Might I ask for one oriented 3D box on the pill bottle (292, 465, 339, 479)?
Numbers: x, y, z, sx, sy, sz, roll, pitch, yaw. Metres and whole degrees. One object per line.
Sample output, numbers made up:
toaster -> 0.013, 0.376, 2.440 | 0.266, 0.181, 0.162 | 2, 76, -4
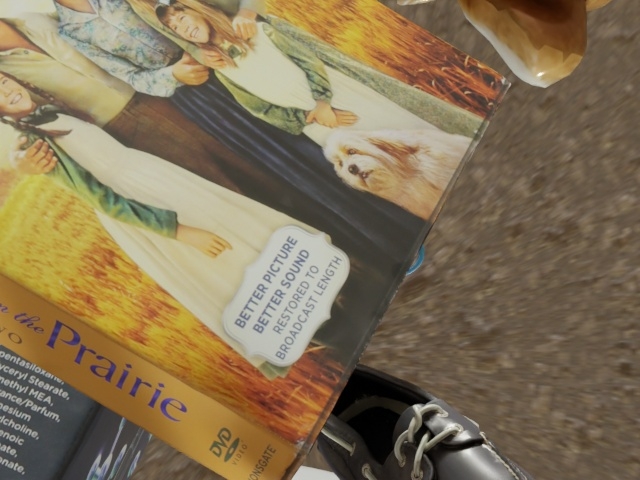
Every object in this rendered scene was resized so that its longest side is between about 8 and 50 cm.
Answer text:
pill bottle -> -0.032, 0.359, 1.587 | 0.169, 0.169, 0.301 | 14, 92, 0

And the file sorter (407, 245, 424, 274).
file sorter -> 0.000, 0.000, 1.424 | 0.118, 0.170, 0.104 | -24, 90, -11

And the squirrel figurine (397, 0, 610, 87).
squirrel figurine -> -0.040, -0.201, 0.662 | 0.370, 0.397, 0.281 | 26, 89, 12

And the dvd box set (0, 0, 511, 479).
dvd box set -> -0.134, -0.088, 0.951 | 0.420, 0.062, 0.307 | 31, 49, 1

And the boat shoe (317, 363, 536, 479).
boat shoe -> 0.048, 0.115, 0.913 | 0.075, 0.206, 0.065 | -39, 116, -12

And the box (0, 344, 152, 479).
box -> -0.274, 0.174, 1.277 | 0.212, 0.293, 0.395 | 22, 57, 5
